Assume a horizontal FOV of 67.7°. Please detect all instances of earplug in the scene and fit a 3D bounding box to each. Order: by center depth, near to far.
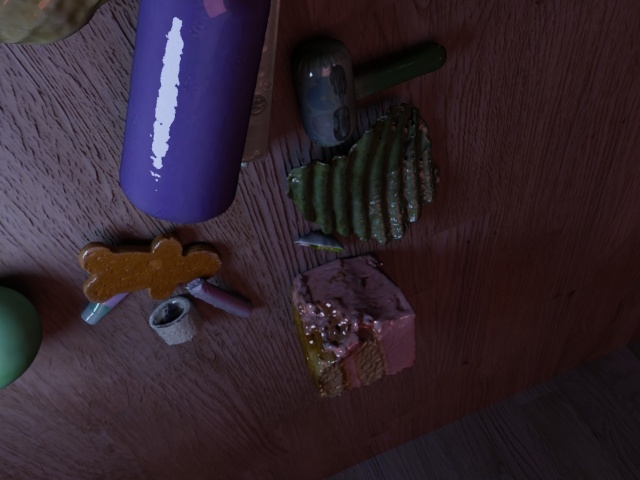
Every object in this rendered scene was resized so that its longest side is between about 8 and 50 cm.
[{"bbox_3d":[-0.198,-0.249,0.758,0.215,0.215,0.456,-1,141,-25],"label":"earplug"}]

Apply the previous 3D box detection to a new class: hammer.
[{"bbox_3d":[0.108,-0.332,0.966,0.335,0.119,0.206,-24,139,-12],"label":"hammer"}]

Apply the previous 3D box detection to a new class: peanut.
[{"bbox_3d":[-0.360,-0.380,0.643,0.340,0.158,0.174,-33,121,3],"label":"peanut"}]

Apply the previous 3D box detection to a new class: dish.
[{"bbox_3d":[0.000,0.000,1.277,0.137,0.039,0.091,11,172,-13],"label":"dish"}]

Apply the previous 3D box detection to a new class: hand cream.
[{"bbox_3d":[-0.510,0.130,1.164,0.174,0.047,0.076,-45,136,6],"label":"hand cream"}]

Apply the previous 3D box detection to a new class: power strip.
[{"bbox_3d":[-0.137,-0.305,0.896,0.091,0.062,0.385,-7,134,-20],"label":"power strip"}]

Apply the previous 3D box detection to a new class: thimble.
[{"bbox_3d":[-0.379,0.209,1.257,0.115,0.102,0.090,-43,142,-20],"label":"thimble"}]

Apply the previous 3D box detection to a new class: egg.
[{"bbox_3d":[-0.719,0.215,1.007,0.220,0.220,0.269,19,123,-38],"label":"egg"}]

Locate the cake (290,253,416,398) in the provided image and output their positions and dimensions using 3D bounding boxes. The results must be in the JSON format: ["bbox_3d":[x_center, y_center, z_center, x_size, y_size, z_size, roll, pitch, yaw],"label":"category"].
[{"bbox_3d":[0.089,0.237,1.368,0.307,0.314,0.293,-16,135,-9],"label":"cake"}]

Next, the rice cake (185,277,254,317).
[{"bbox_3d":[-0.260,0.156,1.274,0.055,0.049,0.270,-47,147,-1],"label":"rice cake"}]

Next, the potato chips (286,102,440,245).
[{"bbox_3d":[0.127,-0.136,1.165,0.373,0.097,0.389,-34,140,9],"label":"potato chips"}]

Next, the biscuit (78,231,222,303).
[{"bbox_3d":[-0.394,0.063,1.138,0.324,0.049,0.205,-6,134,-28],"label":"biscuit"}]
